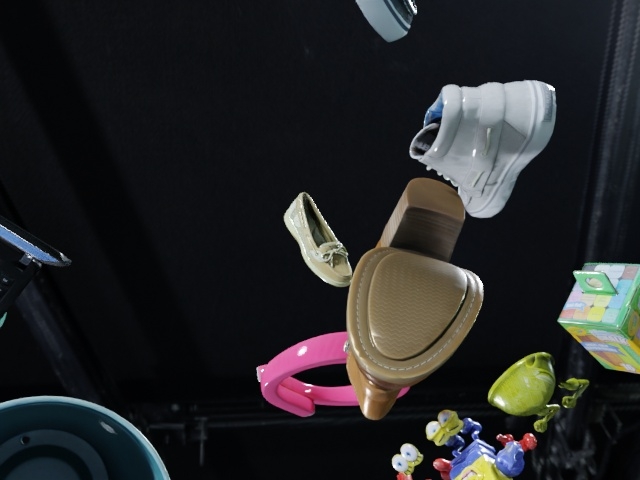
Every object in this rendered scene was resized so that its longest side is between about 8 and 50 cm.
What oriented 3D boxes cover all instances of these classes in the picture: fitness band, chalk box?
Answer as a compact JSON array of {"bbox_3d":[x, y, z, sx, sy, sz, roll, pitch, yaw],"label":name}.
[{"bbox_3d":[0.025,0.218,1.152,0.209,0.054,0.291,-19,-30,19],"label":"fitness band"},{"bbox_3d":[0.522,0.126,1.278,0.213,0.132,0.132,39,-109,-24],"label":"chalk box"}]

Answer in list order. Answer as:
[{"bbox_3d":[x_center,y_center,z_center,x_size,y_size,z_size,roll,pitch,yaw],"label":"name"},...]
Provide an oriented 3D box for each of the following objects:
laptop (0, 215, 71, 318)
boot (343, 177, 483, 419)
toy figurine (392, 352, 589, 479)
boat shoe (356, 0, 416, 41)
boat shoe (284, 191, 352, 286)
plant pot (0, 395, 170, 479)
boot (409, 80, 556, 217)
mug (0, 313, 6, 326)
[{"bbox_3d":[-0.310,0.007,0.454,0.234,0.136,0.264,36,-70,-21],"label":"laptop"},{"bbox_3d":[0.061,0.092,0.686,0.109,0.283,0.220,15,-56,-2],"label":"boot"},{"bbox_3d":[0.293,0.376,1.146,0.191,0.217,0.362,29,-63,-26],"label":"toy figurine"},{"bbox_3d":[0.039,-0.198,0.412,0.083,0.065,0.183,-22,-42,14],"label":"boat shoe"},{"bbox_3d":[0.001,-0.001,1.049,0.056,0.153,0.048,-5,-38,-39],"label":"boat shoe"},{"bbox_3d":[-0.320,0.311,0.823,0.271,0.255,0.271,4,-101,-20],"label":"plant pot"},{"bbox_3d":[0.161,-0.101,0.820,0.123,0.095,0.258,4,-22,-2],"label":"boot"},{"bbox_3d":[-0.581,0.097,1.136,0.158,0.129,0.097,-3,-20,-15],"label":"mug"}]
